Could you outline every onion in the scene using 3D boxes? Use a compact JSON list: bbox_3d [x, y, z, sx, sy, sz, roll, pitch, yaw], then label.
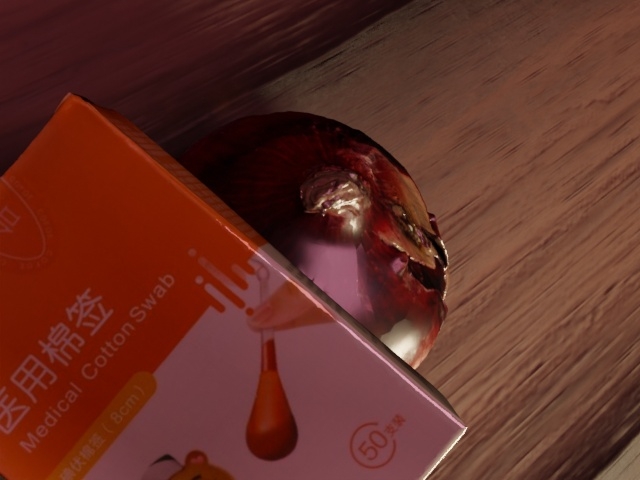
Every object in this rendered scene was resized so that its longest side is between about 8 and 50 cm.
[{"bbox_3d":[0.000,0.000,0.964,0.272,0.195,0.272,11,61,-21],"label":"onion"}]

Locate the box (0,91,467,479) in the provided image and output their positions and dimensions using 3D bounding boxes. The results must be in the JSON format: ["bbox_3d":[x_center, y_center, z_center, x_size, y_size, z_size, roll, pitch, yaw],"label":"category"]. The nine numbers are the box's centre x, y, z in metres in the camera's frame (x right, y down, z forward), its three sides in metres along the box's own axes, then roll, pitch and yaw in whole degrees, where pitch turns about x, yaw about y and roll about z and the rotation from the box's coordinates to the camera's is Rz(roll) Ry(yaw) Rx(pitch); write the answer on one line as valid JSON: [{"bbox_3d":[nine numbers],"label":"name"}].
[{"bbox_3d":[-0.103,0.089,0.806,0.341,0.143,0.225,40,89,1],"label":"box"}]
